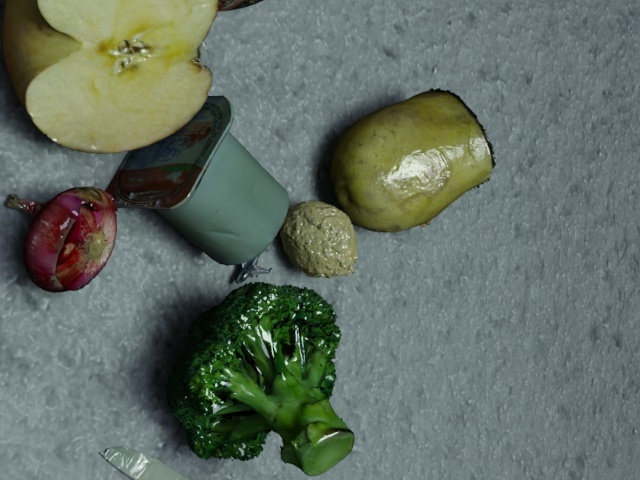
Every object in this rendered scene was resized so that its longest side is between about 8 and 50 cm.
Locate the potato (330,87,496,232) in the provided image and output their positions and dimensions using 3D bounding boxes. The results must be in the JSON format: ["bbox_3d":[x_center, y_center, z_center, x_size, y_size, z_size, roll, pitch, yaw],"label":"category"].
[{"bbox_3d":[0.132,-0.122,1.479,0.266,0.229,0.229,-22,105,-23],"label":"potato"}]

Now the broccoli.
[{"bbox_3d":[-0.071,0.212,1.238,0.297,0.297,0.297,-22,138,-22],"label":"broccoli"}]

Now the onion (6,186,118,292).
[{"bbox_3d":[-0.339,-0.016,1.124,0.150,0.140,0.150,-60,168,-21],"label":"onion"}]

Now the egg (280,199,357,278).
[{"bbox_3d":[0.000,0.000,1.394,0.140,0.118,0.116,41,91,-8],"label":"egg"}]

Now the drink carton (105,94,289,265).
[{"bbox_3d":[-0.149,-0.075,1.231,0.189,0.185,0.191,42,61,-36],"label":"drink carton"}]

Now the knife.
[{"bbox_3d":[-0.200,0.364,1.286,0.298,0.017,0.047,40,70,-34],"label":"knife"}]

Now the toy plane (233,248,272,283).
[{"bbox_3d":[-0.109,0.034,1.360,0.078,0.031,0.083,49,60,-29],"label":"toy plane"}]

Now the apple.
[{"bbox_3d":[-0.269,-0.274,1.113,0.251,0.163,0.293,-7,134,-36],"label":"apple"}]

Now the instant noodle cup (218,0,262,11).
[{"bbox_3d":[-0.138,-0.420,1.291,0.127,0.127,0.135,-12,89,-41],"label":"instant noodle cup"}]
